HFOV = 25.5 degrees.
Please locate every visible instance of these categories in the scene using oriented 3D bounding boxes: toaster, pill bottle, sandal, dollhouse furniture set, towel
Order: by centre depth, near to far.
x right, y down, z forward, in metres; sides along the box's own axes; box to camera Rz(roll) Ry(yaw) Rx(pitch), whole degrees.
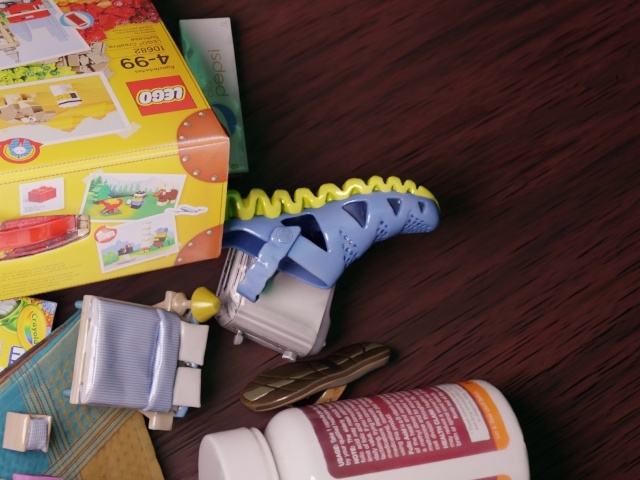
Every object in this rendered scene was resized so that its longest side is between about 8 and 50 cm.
[{"bbox_3d":[-0.199,0.187,1.627,0.286,0.198,0.303,19,75,-56],"label":"dollhouse furniture set"},{"bbox_3d":[-0.297,0.291,1.700,0.271,0.040,0.370,-43,127,-46],"label":"towel"},{"bbox_3d":[0.000,0.000,1.792,0.317,0.126,0.138,-8,74,-8],"label":"sandal"},{"bbox_3d":[0.053,0.316,1.840,0.392,0.224,0.224,-6,86,-18],"label":"pill bottle"},{"bbox_3d":[-0.050,0.041,1.892,0.146,0.129,0.227,19,76,-12],"label":"toaster"},{"bbox_3d":[-0.001,0.196,1.923,0.219,0.090,0.060,-19,111,-25],"label":"sandal"}]

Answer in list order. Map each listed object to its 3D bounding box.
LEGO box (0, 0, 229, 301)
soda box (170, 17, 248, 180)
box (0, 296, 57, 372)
[{"bbox_3d":[-0.407,-0.117,1.659,0.500,0.193,0.372,-12,45,-21],"label":"LEGO box"},{"bbox_3d":[-0.151,-0.189,1.919,0.074,0.069,0.216,-6,86,-17],"label":"soda box"},{"bbox_3d":[-0.489,0.199,1.714,0.279,0.177,0.290,11,80,-15],"label":"box"}]
